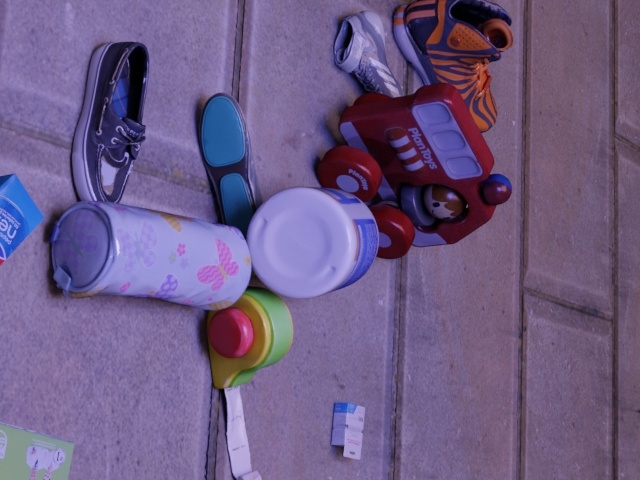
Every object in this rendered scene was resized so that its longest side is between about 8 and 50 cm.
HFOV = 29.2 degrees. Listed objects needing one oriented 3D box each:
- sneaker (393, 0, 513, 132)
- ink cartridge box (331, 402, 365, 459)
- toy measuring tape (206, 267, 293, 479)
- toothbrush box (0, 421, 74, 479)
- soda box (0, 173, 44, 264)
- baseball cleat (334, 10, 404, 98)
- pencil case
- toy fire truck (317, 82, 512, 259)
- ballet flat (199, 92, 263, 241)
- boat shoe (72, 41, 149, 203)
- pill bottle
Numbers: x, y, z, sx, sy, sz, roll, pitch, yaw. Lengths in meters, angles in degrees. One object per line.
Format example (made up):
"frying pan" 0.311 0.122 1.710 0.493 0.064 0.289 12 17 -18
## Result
"sneaker" 0.276 -0.309 2.188 0.321 0.180 0.124 45 52 -40
"ink cartridge box" 0.043 0.299 1.920 0.048 0.028 0.083 24 66 -49
"toy measuring tape" -0.088 0.184 1.692 0.121 0.121 0.330 -10 93 -53
"toothbrush box" -0.377 0.324 1.207 0.122 0.206 0.283 27 65 -49
"soda box" -0.398 0.017 1.333 0.067 0.071 0.210 61 42 -28
"baseball cleat" 0.076 -0.272 2.025 0.109 0.072 0.206 -23 99 -38
"pencil case" -0.209 0.025 1.551 0.273 0.113 0.124 9 101 -52
"toy fire truck" 0.162 -0.107 1.947 0.302 0.254 0.169 56 45 -32
"ballet flat" -0.124 -0.103 1.735 0.068 0.072 0.213 -46 126 -78
"boat shoe" -0.252 -0.145 1.546 0.080 0.076 0.228 26 65 -49
"pill bottle" 0.000 0.000 1.754 0.272 0.152 0.152 -5 89 -77
